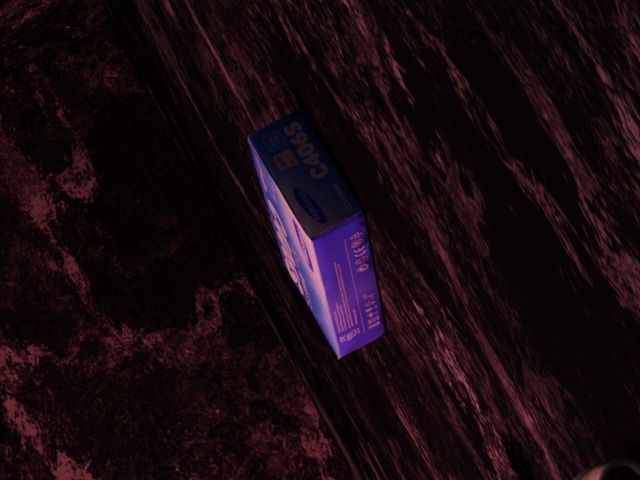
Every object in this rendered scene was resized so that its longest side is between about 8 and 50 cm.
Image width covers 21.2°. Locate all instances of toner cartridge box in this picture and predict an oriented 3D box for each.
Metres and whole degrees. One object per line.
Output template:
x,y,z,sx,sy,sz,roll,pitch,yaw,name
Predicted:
0.000,0.000,2.118,0.165,0.075,0.348,58,171,27,toner cartridge box

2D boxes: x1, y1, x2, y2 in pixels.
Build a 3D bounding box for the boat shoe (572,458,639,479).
0.258,0.301,1.252,0.094,0.109,0.302,89,156,-70,boat shoe
